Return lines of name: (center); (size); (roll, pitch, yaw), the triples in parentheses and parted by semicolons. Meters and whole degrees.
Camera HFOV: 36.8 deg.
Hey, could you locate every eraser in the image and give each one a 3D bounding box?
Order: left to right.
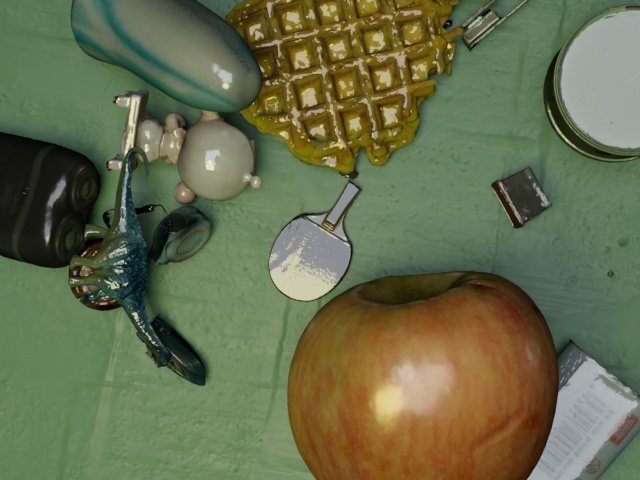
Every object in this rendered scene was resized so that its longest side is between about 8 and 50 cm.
eraser: (0.389, 0.297, 1.519); (0.174, 0.081, 0.227); (40, 95, 8)

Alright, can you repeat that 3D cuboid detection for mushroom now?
mushroom: (-0.363, 0.056, 1.611); (0.123, 0.052, 0.123); (0, 95, 2)

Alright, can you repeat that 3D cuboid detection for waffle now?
waffle: (0.021, -0.316, 1.558); (0.382, 0.095, 0.379); (28, 91, 3)

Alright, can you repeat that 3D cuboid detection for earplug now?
earplug: (-0.216, -0.294, 1.468); (0.324, 0.185, 0.185); (37, 94, 32)

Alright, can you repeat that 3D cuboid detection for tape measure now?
tape measure: (-0.271, -0.036, 1.594); (0.180, 0.107, 0.104); (30, 119, 28)

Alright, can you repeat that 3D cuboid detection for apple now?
apple: (0.148, 0.227, 1.399); (0.392, 0.391, 0.346); (-5, 96, 6)

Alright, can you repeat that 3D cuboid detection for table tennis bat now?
table tennis bat: (0.000, 0.000, 1.590); (0.130, 0.019, 0.220); (33, 95, 4)

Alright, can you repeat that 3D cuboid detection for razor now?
razor: (-0.541, -0.084, 1.595); (0.349, 0.113, 0.204); (16, 86, 14)

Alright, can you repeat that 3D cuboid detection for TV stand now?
TV stand: (0.326, -0.403, 1.548); (0.249, 0.036, 0.042); (-40, 84, 5)

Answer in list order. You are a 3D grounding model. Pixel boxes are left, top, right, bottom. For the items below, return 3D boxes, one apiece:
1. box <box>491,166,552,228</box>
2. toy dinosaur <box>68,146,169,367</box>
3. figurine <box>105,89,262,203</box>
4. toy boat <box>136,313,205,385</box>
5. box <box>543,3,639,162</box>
box: (0.323, -0.070, 1.539); (0.063, 0.060, 0.084); (-28, 87, -3)
toy dinosaur: (-0.324, 0.032, 1.536); (0.147, 0.076, 0.362); (-1, 101, 8)
figurine: (-0.208, -0.151, 1.553); (0.257, 0.144, 0.181); (15, 88, 3)
toy boat: (-0.241, 0.190, 1.596); (0.141, 0.055, 0.060); (43, 116, 5)
box: (0.465, -0.238, 1.477); (0.226, 0.149, 0.226); (0, 90, 7)
